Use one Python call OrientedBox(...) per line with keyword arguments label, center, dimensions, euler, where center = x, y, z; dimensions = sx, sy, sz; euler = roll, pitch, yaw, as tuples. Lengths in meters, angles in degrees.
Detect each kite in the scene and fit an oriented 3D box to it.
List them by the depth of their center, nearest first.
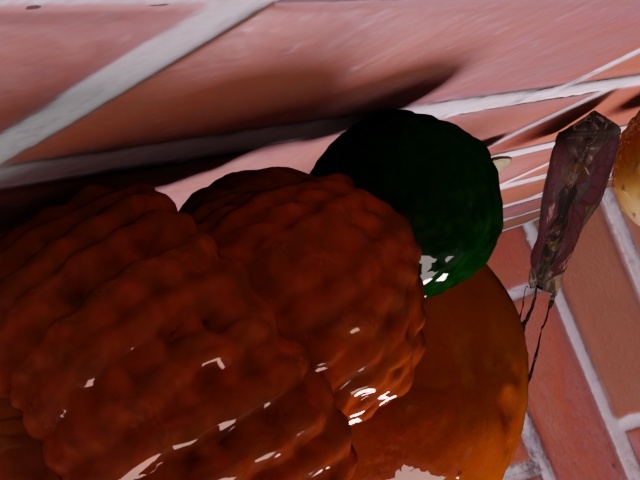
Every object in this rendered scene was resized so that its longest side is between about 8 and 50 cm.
OrientedBox(label="kite", center=(0.233, 0.035, 1.566), dimensions=(0.022, 0.360, 0.204), euler=(20, -179, -9))

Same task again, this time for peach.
OrientedBox(label="peach", center=(0.021, 0.130, 1.437), dimensions=(0.302, 0.342, 0.343), euler=(-11, 170, -35))

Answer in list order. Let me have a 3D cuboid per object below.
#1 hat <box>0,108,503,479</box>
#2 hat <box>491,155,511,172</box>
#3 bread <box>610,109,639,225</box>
OrientedBox(label="hat", center=(-0.020, 0.064, 0.913), dimensions=(0.400, 0.285, 0.285), euler=(-24, 176, -24))
OrientedBox(label="hat", center=(0.137, -0.029, 1.512), dimensions=(0.166, 0.081, 0.122), euler=(105, 11, -76))
OrientedBox(label="bread", center=(0.467, -0.118, 1.661), dimensions=(0.306, 0.158, 0.305), euler=(-20, 172, -3))
